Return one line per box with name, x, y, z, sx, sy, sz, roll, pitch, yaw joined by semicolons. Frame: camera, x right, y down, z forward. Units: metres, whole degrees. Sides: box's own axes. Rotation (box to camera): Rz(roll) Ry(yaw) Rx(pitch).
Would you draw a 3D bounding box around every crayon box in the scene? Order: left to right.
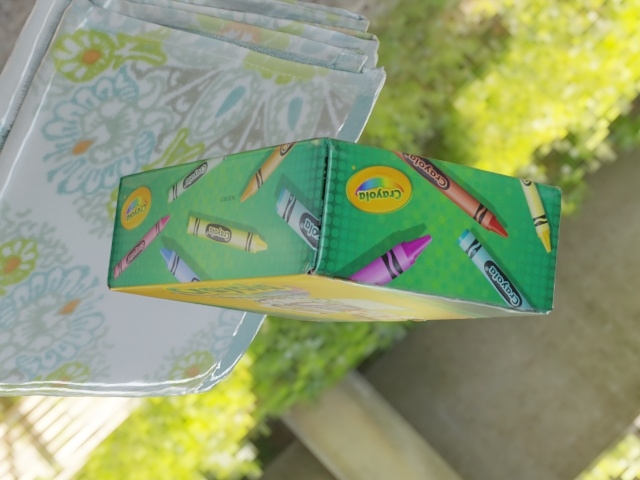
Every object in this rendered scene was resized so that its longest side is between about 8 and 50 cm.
crayon box;0.000;0.000;1.179;0.165;0.081;0.278;10;172;-30

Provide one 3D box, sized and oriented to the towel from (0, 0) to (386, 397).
towel;-0.142;-0.034;1.483;0.321;0.090;0.374;7;119;-44
